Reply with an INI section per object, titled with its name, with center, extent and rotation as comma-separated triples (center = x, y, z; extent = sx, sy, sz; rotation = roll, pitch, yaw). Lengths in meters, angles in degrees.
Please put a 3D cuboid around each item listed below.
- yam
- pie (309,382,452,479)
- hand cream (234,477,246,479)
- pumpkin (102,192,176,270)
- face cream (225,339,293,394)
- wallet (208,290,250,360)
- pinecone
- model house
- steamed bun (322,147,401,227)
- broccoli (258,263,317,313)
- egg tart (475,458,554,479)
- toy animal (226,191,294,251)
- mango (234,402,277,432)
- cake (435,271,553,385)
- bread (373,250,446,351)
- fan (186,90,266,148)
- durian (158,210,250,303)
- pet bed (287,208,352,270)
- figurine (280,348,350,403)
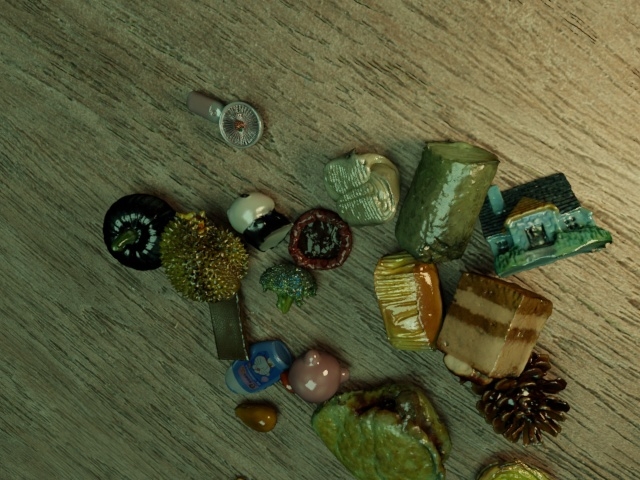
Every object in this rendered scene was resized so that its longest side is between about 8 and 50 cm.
[yam]
center = 0.312, -0.098, 1.292
extent = 0.195, 0.195, 0.300
rotation = 19, 113, 9
[pie]
center = 0.189, 0.635, 1.616
extent = 0.418, 0.180, 0.395
rotation = -20, 103, 30
[hand cream]
center = -0.350, 1.004, 1.967
extent = 0.084, 0.084, 0.203
rotation = 39, 121, 0
[pumpkin]
center = -0.555, -0.018, 1.550
extent = 0.248, 0.248, 0.248
rotation = 6, 111, 15
[face cream]
center = -0.219, 0.433, 1.706
extent = 0.264, 0.083, 0.149
rotation = -35, 86, 25
[wallet]
center = -0.301, 0.275, 1.671
extent = 0.133, 0.039, 0.243
rotation = -7, 94, 27
[pinecone]
center = 0.555, 0.439, 1.392
extent = 0.264, 0.264, 0.264
rotation = 6, 111, 15
[model house]
center = 0.531, -0.055, 1.247
extent = 0.261, 0.226, 0.241
rotation = -20, 74, 20
[steamed bun]
center = 0.128, -0.147, 1.356
extent = 0.218, 0.144, 0.211
rotation = -16, 98, 52
[broccoli]
center = -0.098, 0.146, 1.532
extent = 0.154, 0.167, 0.160
rotation = 38, 119, 28
[egg tart]
center = 0.618, 0.798, 1.592
extent = 0.279, 0.095, 0.278
rotation = 5, 106, 18
[toy animal]
center = -0.176, -0.065, 1.480
extent = 0.179, 0.138, 0.166
rotation = 47, 122, 6
[mango]
center = -0.220, 0.615, 1.780
extent = 0.159, 0.084, 0.105
rotation = 13, 131, 33
[cake]
center = 0.439, 0.243, 1.309
extent = 0.196, 0.199, 0.293
rotation = 23, 95, 45
[bread]
center = 0.263, 0.163, 1.395
extent = 0.156, 0.204, 0.288
rotation = -8, 102, 26
[fan]
center = -0.269, -0.350, 1.432
extent = 0.244, 0.074, 0.130
rotation = 25, 115, 7
[durian]
center = -0.349, 0.054, 1.500
extent = 0.258, 0.258, 0.293
rotation = -7, 151, 19
[pet bed]
center = 0.000, 0.000, 1.494
extent = 0.201, 0.053, 0.201
rotation = 3, 106, 10
[figurine]
center = -0.015, 0.424, 1.596
extent = 0.173, 0.173, 0.173
rotation = 6, 111, 15
